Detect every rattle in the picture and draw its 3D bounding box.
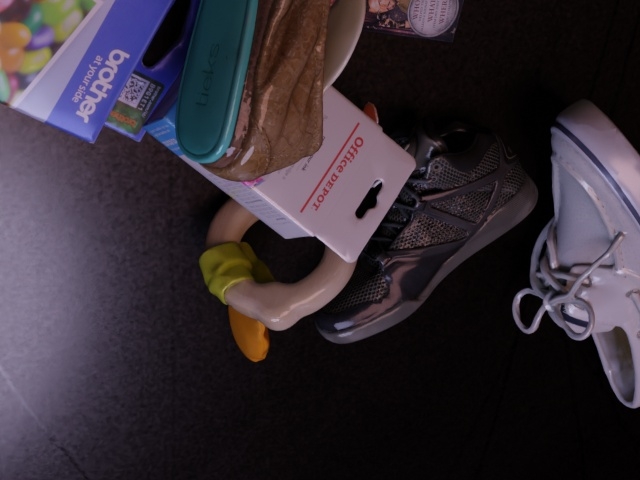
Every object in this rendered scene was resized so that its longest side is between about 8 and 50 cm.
[{"bbox_3d":[0.000,0.000,1.017,0.200,0.130,0.143,-54,139,-21],"label":"rattle"}]

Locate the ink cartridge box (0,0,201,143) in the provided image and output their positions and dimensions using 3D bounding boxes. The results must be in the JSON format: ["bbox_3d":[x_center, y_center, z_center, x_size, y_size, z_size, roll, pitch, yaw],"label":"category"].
[{"bbox_3d":[-0.208,-0.192,0.830,0.311,0.065,0.186,24,106,-33],"label":"ink cartridge box"}]

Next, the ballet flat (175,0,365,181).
[{"bbox_3d":[-0.013,-0.207,0.816,0.124,0.116,0.343,-2,104,-41],"label":"ballet flat"}]

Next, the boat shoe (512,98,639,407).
[{"bbox_3d":[0.251,0.038,1.115,0.156,0.136,0.367,-34,134,1],"label":"boat shoe"}]

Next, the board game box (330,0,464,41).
[{"bbox_3d":[0.051,-0.277,0.901,0.165,0.042,0.243,2,115,-24],"label":"board game box"}]

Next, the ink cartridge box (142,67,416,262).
[{"bbox_3d":[-0.029,-0.073,0.920,0.181,0.061,0.104,39,74,-18],"label":"ink cartridge box"}]

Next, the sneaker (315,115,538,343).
[{"bbox_3d":[0.068,-0.018,1.025,0.227,0.087,0.130,-39,123,-3],"label":"sneaker"}]
